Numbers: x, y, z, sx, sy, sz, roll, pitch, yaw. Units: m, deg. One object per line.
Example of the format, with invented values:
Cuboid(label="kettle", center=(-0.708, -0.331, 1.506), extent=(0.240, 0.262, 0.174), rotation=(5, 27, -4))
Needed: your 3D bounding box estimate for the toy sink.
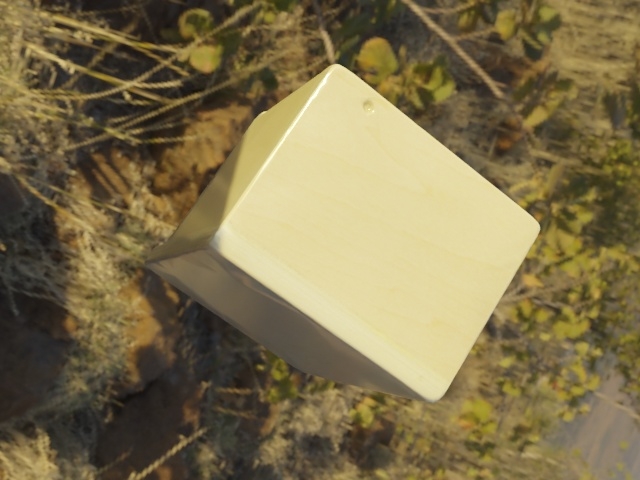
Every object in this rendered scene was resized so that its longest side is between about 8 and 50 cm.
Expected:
Cuboid(label="toy sink", center=(0.000, 0.000, 0.589), extent=(0.131, 0.153, 0.234), rotation=(-57, -167, -14))
